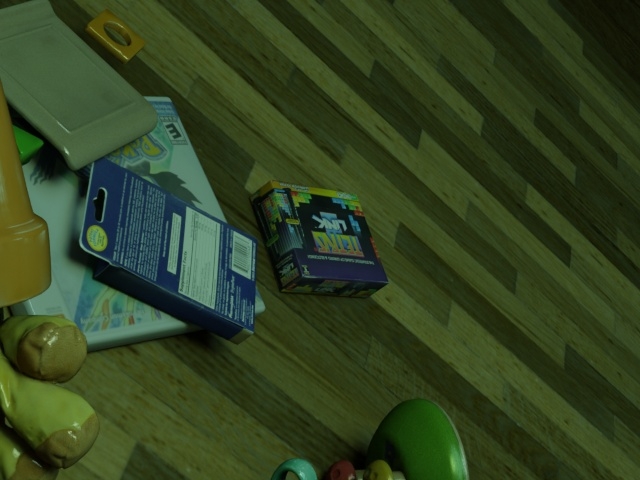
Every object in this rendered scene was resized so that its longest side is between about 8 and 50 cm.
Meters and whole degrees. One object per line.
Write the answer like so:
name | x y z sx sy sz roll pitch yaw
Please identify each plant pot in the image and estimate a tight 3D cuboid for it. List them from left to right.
plant pot | -0.325 -0.051 0.945 0.205 0.205 0.188 -14 107 -53

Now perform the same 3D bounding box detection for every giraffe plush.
giraffe plush | -0.306 0.113 0.951 0.170 0.181 0.210 10 45 -56

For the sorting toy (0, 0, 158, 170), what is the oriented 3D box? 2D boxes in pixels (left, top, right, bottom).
sorting toy | -0.289 -0.167 1.273 0.196 0.047 0.347 47 31 1

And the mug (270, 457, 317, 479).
mug | 0.002 0.317 1.222 0.129 0.097 0.158 21 46 -38

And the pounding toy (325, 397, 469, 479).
pounding toy | 0.081 0.291 1.293 0.110 0.183 0.237 0 49 -23

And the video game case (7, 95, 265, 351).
video game case | -0.233 -0.030 1.293 0.329 0.036 0.300 -7 67 -52

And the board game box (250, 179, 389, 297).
board game box | 0.000 0.000 1.533 0.170 0.048 0.141 6 56 -47

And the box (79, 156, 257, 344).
box | -0.166 0.010 1.274 0.225 0.036 0.136 30 41 -31
